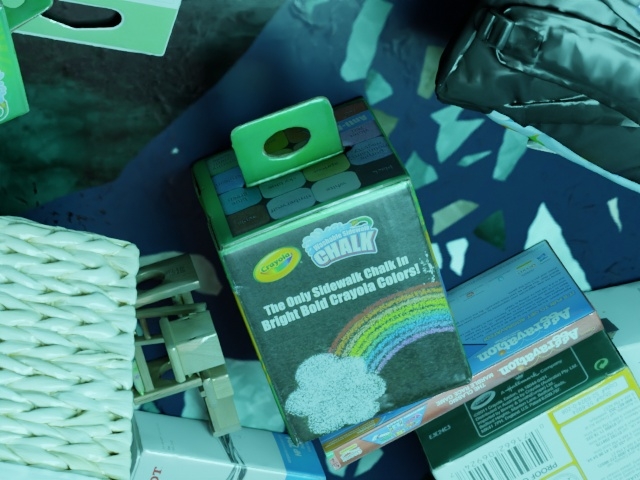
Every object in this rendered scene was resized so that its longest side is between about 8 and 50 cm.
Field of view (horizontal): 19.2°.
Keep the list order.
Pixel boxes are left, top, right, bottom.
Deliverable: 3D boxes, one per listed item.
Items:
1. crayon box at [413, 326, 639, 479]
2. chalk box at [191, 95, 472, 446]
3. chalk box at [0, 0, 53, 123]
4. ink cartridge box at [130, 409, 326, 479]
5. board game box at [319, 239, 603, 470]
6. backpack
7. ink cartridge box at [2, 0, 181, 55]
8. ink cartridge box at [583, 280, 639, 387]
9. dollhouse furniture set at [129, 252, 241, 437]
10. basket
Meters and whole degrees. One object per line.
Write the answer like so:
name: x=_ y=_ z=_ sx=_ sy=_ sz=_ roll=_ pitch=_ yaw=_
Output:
crayon box: x=0.251 y=0.260 z=1.809 sx=0.203 sy=0.083 sz=0.323 roll=-29 pitch=120 yaw=4
chalk box: x=0.000 y=0.000 z=1.692 sx=0.180 sy=0.179 sz=0.289 roll=-20 pitch=119 yaw=-2
chalk box: x=-0.321 y=-0.162 z=1.518 sx=0.213 sy=0.132 sz=0.132 roll=-24 pitch=146 yaw=-16
ink cartridge box: x=-0.109 y=0.254 z=1.851 sx=0.190 sy=0.082 sz=0.140 roll=12 pitch=115 yaw=-19
board game box: x=0.117 y=0.106 z=1.793 sx=0.281 sy=0.145 sz=0.027 roll=-28 pitch=120 yaw=2
backpack: x=0.315 y=-0.173 z=1.656 sx=0.355 sy=0.273 sz=0.290 roll=29 pitch=106 yaw=-3
ink cartridge box: x=-0.183 y=-0.266 z=1.575 sx=0.171 sy=0.056 sz=0.235 roll=8 pitch=139 yaw=-16
ink cartridge box: x=0.269 y=0.164 z=1.878 sx=0.278 sy=0.117 sz=0.201 roll=-12 pitch=119 yaw=-7
dollhouse furniture set: x=-0.134 y=0.137 z=1.737 sx=0.101 sy=0.161 sz=0.182 roll=-17 pitch=119 yaw=-5
basket: x=-0.345 y=0.149 z=1.569 sx=0.331 sy=0.266 sz=0.328 roll=10 pitch=150 yaw=-19
